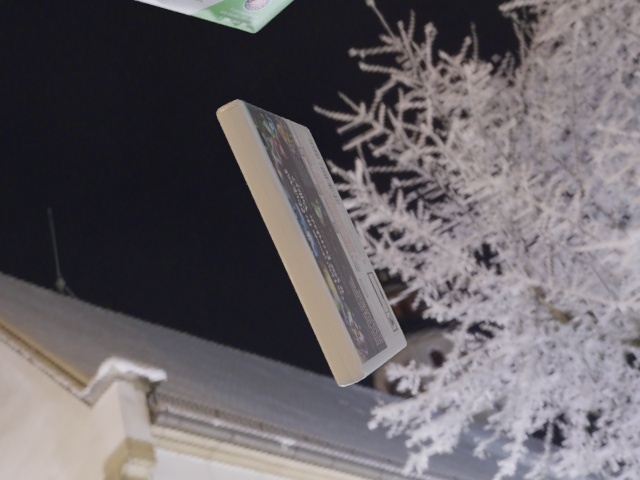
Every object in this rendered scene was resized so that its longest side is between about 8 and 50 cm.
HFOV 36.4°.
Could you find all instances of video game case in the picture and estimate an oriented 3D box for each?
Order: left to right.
[{"bbox_3d":[0.000,0.000,0.678,0.022,0.190,0.173,-25,-5,12],"label":"video game case"}]

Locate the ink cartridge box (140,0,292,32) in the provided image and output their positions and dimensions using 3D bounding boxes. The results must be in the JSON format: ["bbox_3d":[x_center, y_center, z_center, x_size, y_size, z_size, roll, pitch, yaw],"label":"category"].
[{"bbox_3d":[-0.043,-0.332,0.868,0.289,0.121,0.211,-34,-19,28],"label":"ink cartridge box"}]
